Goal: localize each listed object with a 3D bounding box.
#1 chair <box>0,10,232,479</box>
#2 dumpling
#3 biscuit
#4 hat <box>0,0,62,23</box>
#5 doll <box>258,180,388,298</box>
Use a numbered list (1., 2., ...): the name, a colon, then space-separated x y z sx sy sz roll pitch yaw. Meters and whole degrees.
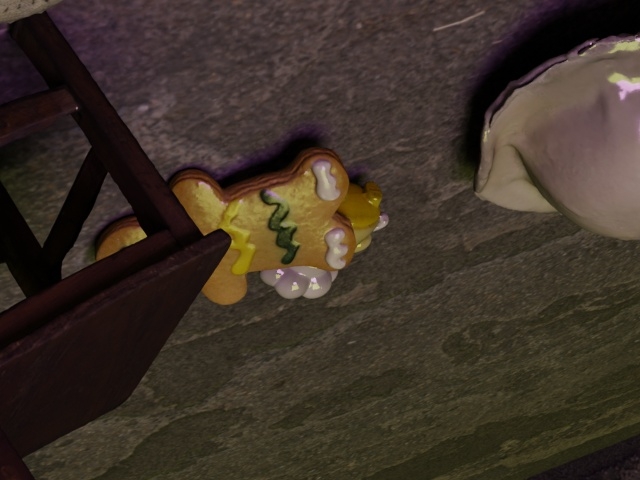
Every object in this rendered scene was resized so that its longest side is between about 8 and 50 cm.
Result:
1. chair: -0.162 0.090 0.648 0.241 0.416 0.203 -29 163 -47
2. dumpling: 0.275 -0.090 1.023 0.260 0.181 0.341 -1 180 -1
3. biscuit: -0.085 -0.001 0.965 0.240 0.035 0.158 -15 130 2
4. hat: -0.160 -0.179 0.494 0.257 0.130 0.257 -29 160 -11
5. doll: 0.000 0.000 1.059 0.106 0.062 0.162 6 140 -30
